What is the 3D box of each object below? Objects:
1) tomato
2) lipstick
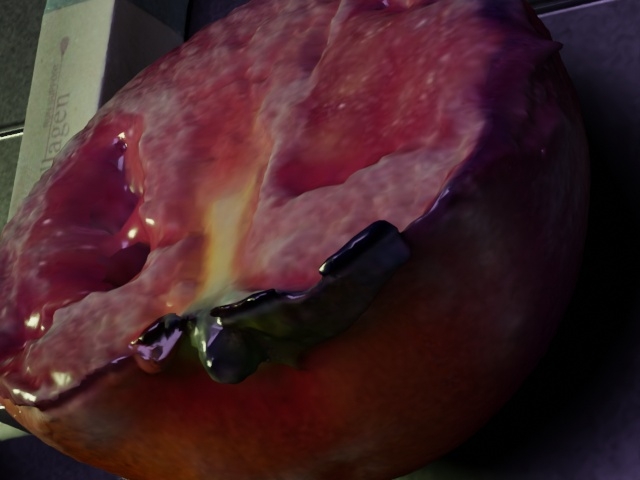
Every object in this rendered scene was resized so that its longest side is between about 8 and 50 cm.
[{"bbox_3d":[0.006,0.001,0.936,0.335,0.176,0.289,-26,34,28],"label":"tomato"},{"bbox_3d":[-0.137,-0.042,1.137,0.066,0.068,0.317,-10,64,35],"label":"lipstick"}]
